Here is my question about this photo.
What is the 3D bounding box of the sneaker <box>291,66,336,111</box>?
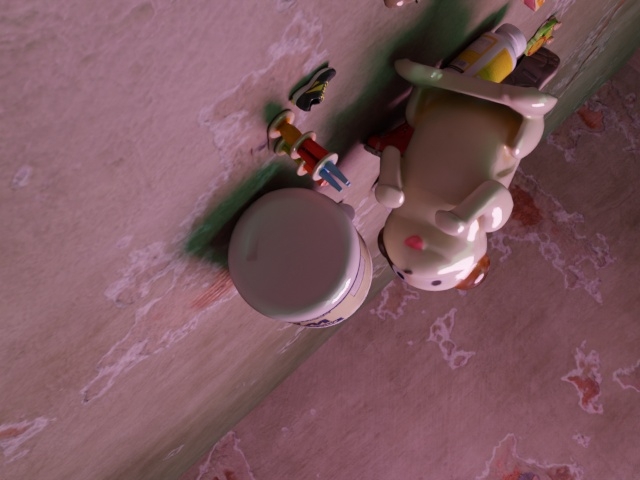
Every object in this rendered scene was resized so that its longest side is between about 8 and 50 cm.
[{"bbox_3d":[-0.004,-0.223,0.971,0.083,0.035,0.031,-43,166,-6],"label":"sneaker"}]

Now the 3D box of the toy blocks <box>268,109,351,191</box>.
[{"bbox_3d":[-0.009,-0.121,1.012,0.054,0.148,0.123,-43,165,-7],"label":"toy blocks"}]

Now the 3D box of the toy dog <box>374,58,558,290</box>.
[{"bbox_3d":[0.238,-0.104,1.249,0.395,0.284,0.408,-24,132,-72],"label":"toy dog"}]

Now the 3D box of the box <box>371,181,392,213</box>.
[{"bbox_3d":[0.207,-0.139,1.634,0.101,0.087,0.102,-32,173,-40],"label":"box"}]

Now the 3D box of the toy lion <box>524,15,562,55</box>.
[{"bbox_3d":[0.586,-0.539,1.733,0.096,0.034,0.100,-34,163,-10],"label":"toy lion"}]

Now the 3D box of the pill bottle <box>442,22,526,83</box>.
[{"bbox_3d":[0.347,-0.374,1.379,0.184,0.103,0.103,-42,165,-10],"label":"pill bottle"}]

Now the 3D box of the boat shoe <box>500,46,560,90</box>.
[{"bbox_3d":[0.534,-0.400,1.792,0.324,0.123,0.116,-39,166,-17],"label":"boat shoe"}]

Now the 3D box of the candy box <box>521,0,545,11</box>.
[{"bbox_3d":[0.461,-0.584,1.150,0.316,0.087,0.183,-48,165,13],"label":"candy box"}]

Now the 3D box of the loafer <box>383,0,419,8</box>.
[{"bbox_3d":[0.140,-0.374,0.926,0.148,0.056,0.050,-27,160,-24],"label":"loafer"}]

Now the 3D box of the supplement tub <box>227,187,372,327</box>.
[{"bbox_3d":[-0.024,0.046,1.251,0.235,0.235,0.325,-45,165,0],"label":"supplement tub"}]

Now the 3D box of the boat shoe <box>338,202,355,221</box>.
[{"bbox_3d":[0.000,0.000,1.503,0.219,0.078,0.070,-38,163,-30],"label":"boat shoe"}]

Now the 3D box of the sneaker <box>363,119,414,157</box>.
[{"bbox_3d":[0.197,-0.241,1.377,0.279,0.107,0.119,-23,132,-40],"label":"sneaker"}]
